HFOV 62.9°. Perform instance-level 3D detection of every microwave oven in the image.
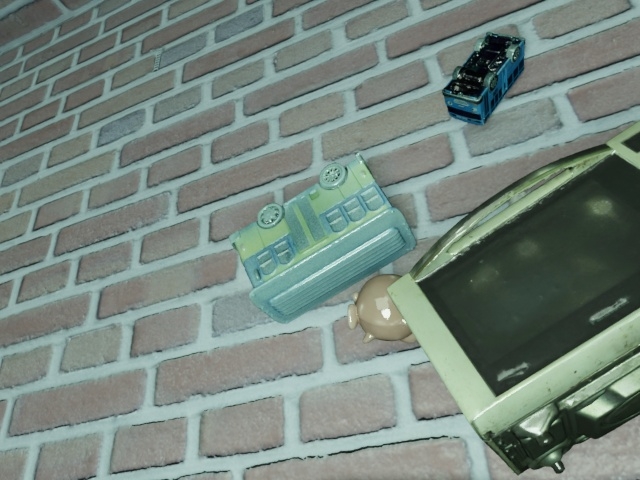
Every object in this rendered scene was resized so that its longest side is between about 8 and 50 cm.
[{"bbox_3d":[0.339,0.093,0.665,0.394,0.333,0.247,-34,49,6],"label":"microwave oven"}]

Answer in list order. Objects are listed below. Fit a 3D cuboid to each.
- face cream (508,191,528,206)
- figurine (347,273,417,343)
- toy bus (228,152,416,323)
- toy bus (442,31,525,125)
[{"bbox_3d":[0.346,-0.024,0.920,0.034,0.034,0.130,0,62,27],"label":"face cream"},{"bbox_3d":[0.120,0.119,0.902,0.138,0.125,0.125,0,61,12],"label":"figurine"},{"bbox_3d":[0.000,0.000,1.006,0.312,0.152,0.190,-31,52,6],"label":"toy bus"},{"bbox_3d":[0.333,-0.324,1.061,0.090,0.106,0.184,29,72,32],"label":"toy bus"}]
